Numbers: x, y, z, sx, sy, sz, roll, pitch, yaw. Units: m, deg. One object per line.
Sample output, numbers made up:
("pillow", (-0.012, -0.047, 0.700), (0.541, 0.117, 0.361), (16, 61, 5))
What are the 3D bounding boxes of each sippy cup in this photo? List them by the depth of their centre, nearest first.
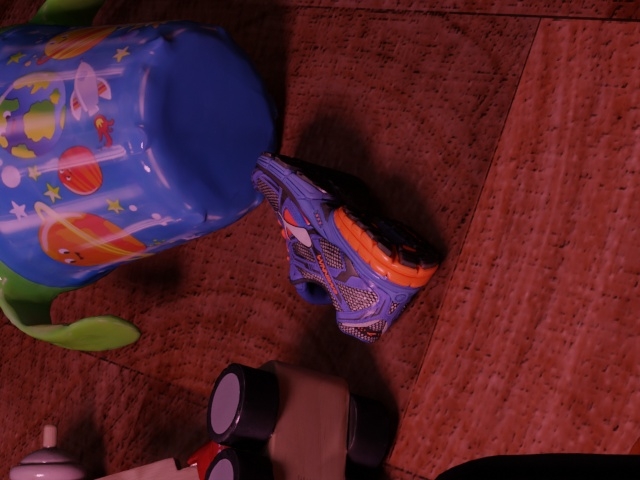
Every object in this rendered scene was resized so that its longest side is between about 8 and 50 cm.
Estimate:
("sippy cup", (-0.165, -0.081, 1.566), (0.224, 0.240, 0.305), (-9, 103, 39))

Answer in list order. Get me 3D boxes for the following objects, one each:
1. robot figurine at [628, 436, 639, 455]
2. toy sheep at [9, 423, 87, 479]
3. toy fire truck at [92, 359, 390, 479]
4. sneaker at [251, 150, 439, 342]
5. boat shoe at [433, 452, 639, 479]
("robot figurine", (0.237, 0.140, 0.967), (0.219, 0.128, 0.158), (-12, 38, 50))
("toy sheep", (-0.226, 0.218, 1.583), (0.091, 0.091, 0.132), (-12, 81, 50))
("toy fire truck", (-0.082, 0.215, 1.354), (0.246, 0.158, 0.217), (-36, 45, 53))
("sneaker", (0.000, 0.000, 1.409), (0.087, 0.083, 0.221), (-64, 32, 14))
("boat shoe", (0.260, 0.142, 0.774), (0.500, 0.187, 0.156), (-7, 99, 27))
